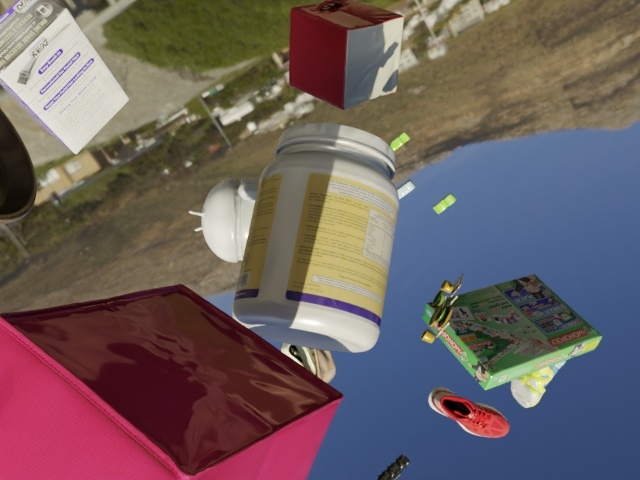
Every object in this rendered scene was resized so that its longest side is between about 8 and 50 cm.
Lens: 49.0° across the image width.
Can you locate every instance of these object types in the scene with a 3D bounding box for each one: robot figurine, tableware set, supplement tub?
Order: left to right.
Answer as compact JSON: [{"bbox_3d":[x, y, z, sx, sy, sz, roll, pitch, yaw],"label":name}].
[{"bbox_3d":[-0.124,-0.049,1.647,0.353,0.300,0.200,-1,-122,-4],"label":"robot figurine"},{"bbox_3d":[0.000,0.000,1.159,0.241,0.241,0.332,-8,-114,48],"label":"supplement tub"},{"bbox_3d":[0.219,0.128,1.301,0.104,0.024,0.154,-59,-178,43],"label":"tableware set"}]

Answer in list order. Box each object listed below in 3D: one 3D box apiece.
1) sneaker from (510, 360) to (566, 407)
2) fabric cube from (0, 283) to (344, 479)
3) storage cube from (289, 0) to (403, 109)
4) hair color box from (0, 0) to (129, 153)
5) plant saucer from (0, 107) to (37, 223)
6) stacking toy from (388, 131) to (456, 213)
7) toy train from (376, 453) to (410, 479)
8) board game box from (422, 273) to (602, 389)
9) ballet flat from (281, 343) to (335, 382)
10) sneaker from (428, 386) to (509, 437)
[{"bbox_3d":[0.573,0.341,1.806,0.126,0.240,0.091,-24,-124,-18],"label":"sneaker"},{"bbox_3d":[-0.177,0.227,0.709,0.254,0.258,0.259,31,-162,26],"label":"fabric cube"},{"bbox_3d":[0.057,-0.437,1.633,0.183,0.215,0.193,-24,-139,-35],"label":"storage cube"},{"bbox_3d":[-0.557,-0.346,1.481,0.185,0.110,0.339,-50,165,-11],"label":"hair color box"},{"bbox_3d":[-0.443,-0.129,0.801,0.041,0.278,0.278,-33,-160,10],"label":"plant saucer"},{"bbox_3d":[0.131,-0.077,1.368,0.221,0.167,0.052,-39,-177,24],"label":"stacking toy"},{"bbox_3d":[0.135,0.446,1.340,0.036,0.027,0.158,-59,160,13],"label":"toy train"},{"bbox_3d":[0.400,0.180,1.469,0.317,0.046,0.213,-11,-137,-29],"label":"board game box"},{"bbox_3d":[-0.054,0.180,1.464,0.107,0.316,0.106,-11,-161,40],"label":"ballet flat"},{"bbox_3d":[0.379,0.441,1.738,0.128,0.221,0.087,165,-54,-86],"label":"sneaker"}]
